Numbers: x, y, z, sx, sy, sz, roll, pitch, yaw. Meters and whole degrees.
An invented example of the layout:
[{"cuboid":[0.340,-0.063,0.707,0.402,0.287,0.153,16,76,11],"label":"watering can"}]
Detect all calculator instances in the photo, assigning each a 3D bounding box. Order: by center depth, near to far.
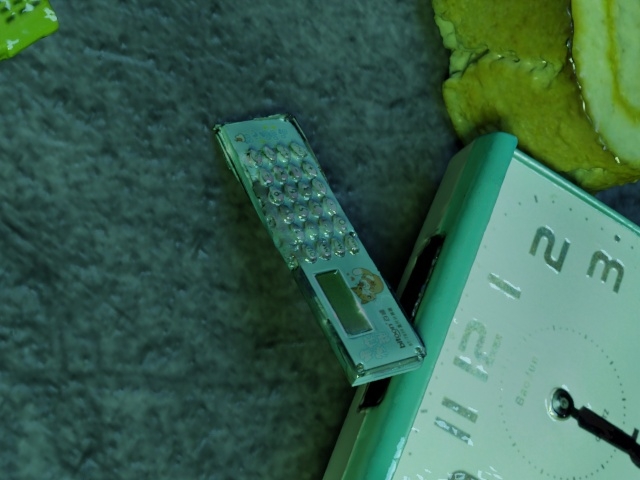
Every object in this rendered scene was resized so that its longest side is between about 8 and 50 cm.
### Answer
[{"cuboid":[0.000,0.000,0.759,0.057,0.018,0.172,-12,62,-34],"label":"calculator"}]

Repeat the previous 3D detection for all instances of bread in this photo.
[{"cuboid":[0.168,-0.155,0.903,0.186,0.124,0.257,-6,87,-46],"label":"bread"}]

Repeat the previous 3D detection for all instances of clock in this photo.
[{"cuboid":[0.126,0.106,0.835,0.231,0.116,0.262,31,64,-18],"label":"clock"}]

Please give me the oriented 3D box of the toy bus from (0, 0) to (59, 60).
[{"cuboid":[-0.244,-0.189,0.584,0.139,0.113,0.302,-42,111,-31],"label":"toy bus"}]
